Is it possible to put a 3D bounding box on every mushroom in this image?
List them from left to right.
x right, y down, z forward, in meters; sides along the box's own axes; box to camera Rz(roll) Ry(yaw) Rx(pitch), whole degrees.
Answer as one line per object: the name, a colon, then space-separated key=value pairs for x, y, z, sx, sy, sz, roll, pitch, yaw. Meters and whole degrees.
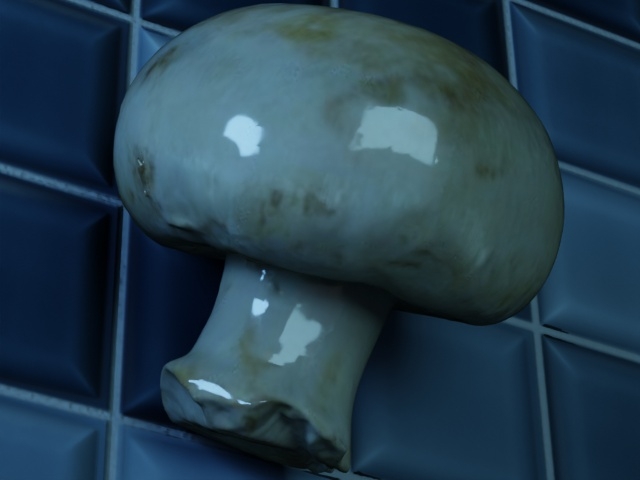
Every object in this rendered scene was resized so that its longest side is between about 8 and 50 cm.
mushroom: x=0.000 y=0.000 z=1.267 sx=0.297 sy=0.297 sz=0.290 roll=18 pitch=86 yaw=-22
